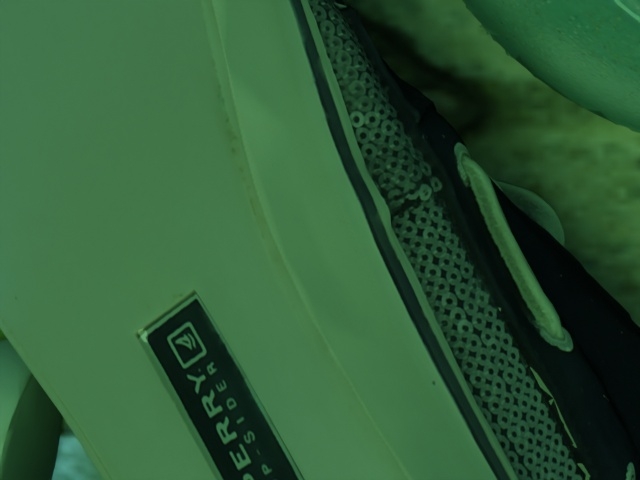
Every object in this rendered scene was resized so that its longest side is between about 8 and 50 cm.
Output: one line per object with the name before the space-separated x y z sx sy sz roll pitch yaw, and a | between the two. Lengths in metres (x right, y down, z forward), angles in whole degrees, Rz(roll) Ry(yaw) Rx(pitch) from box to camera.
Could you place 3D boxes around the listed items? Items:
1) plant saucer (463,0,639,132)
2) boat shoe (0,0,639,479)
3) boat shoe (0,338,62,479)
plant saucer | 0.114 -0.100 0.400 0.195 0.037 0.195 7 123 11
boat shoe | 0.000 0.000 0.456 0.127 0.158 0.340 -28 82 33
boat shoe | -0.147 0.118 0.582 0.070 0.078 0.219 21 126 1
